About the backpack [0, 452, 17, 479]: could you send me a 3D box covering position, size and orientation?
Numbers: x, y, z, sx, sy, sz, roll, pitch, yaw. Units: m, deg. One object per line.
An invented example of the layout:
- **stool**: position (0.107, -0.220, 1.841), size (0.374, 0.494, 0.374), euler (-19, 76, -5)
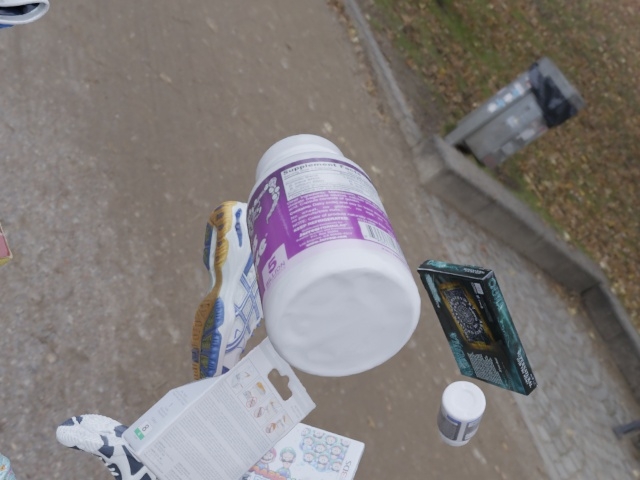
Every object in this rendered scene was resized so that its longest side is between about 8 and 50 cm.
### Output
- **backpack**: position (-0.669, 0.486, 1.493), size (0.182, 0.152, 0.115), euler (-39, 129, -43)

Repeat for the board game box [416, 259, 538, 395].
- **board game box**: position (0.208, 0.114, 1.047), size (0.026, 0.126, 0.186), euler (-35, 114, -26)

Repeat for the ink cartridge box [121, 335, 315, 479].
- **ink cartridge box**: position (-0.131, 0.244, 1.061), size (0.056, 0.224, 0.181), euler (30, -25, 44)

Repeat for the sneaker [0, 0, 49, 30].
- **sneaker**: position (-0.349, -0.309, 0.781), size (0.236, 0.130, 0.323), euler (34, 53, -4)

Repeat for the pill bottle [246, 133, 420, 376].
- **pill bottle**: position (0.000, 0.000, 0.925), size (0.169, 0.169, 0.301), euler (39, 20, -32)

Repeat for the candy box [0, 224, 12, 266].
- **candy box**: position (-0.244, -0.009, 0.428), size (0.053, 0.186, 0.109), euler (-14, 83, -49)

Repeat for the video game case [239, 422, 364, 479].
- **video game case**: position (-0.030, 0.336, 1.161), size (0.157, 0.019, 0.143), euler (14, 40, 14)

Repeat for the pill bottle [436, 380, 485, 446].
- **pill bottle**: position (0.255, 0.321, 1.436), size (0.137, 0.078, 0.078), euler (89, -14, -54)

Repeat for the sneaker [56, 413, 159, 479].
- **sneaker**: position (-0.417, 0.441, 1.574), size (0.235, 0.153, 0.094), euler (8, 22, -21)

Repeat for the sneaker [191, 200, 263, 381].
- **sneaker**: position (-0.109, 0.094, 1.160), size (0.131, 0.112, 0.296), euler (11, 86, -28)
